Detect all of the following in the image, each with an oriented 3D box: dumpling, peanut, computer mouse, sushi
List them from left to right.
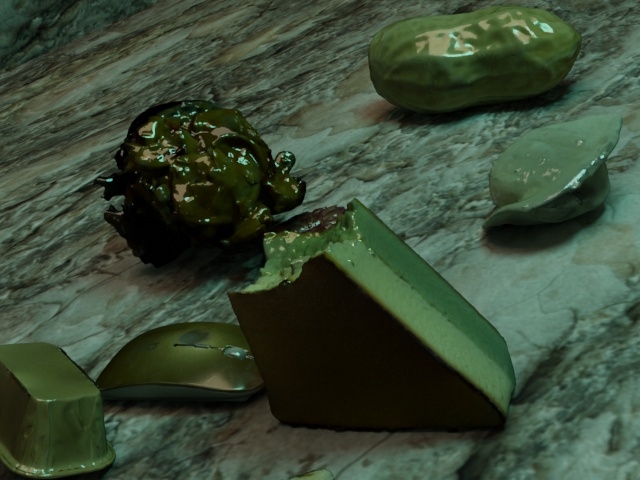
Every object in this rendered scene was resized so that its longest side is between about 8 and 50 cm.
[{"bbox_3d":[-0.138,0.124,1.077,0.199,0.044,0.102,-3,31,26],"label":"computer mouse"},{"bbox_3d":[-0.144,-0.072,1.306,0.204,0.213,0.200,-26,29,52],"label":"sushi"},{"bbox_3d":[0.216,-0.258,1.535,0.313,0.152,0.152,-2,28,20],"label":"peanut"},{"bbox_3d":[0.257,-0.066,1.174,0.177,0.092,0.150,-14,23,7],"label":"dumpling"}]

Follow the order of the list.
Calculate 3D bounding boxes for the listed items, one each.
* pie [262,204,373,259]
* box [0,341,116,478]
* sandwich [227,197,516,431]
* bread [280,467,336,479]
[{"bbox_3d":[0.000,0.000,1.259,0.155,0.036,0.154,-14,25,7],"label":"pie"},{"bbox_3d":[-0.268,0.167,1.015,0.111,0.111,0.177,-29,32,-25],"label":"box"},{"bbox_3d":[0.048,0.065,0.927,0.220,0.186,0.108,-2,31,25],"label":"sandwich"},{"bbox_3d":[-0.034,0.225,0.817,0.129,0.044,0.126,-20,18,-2],"label":"bread"}]
